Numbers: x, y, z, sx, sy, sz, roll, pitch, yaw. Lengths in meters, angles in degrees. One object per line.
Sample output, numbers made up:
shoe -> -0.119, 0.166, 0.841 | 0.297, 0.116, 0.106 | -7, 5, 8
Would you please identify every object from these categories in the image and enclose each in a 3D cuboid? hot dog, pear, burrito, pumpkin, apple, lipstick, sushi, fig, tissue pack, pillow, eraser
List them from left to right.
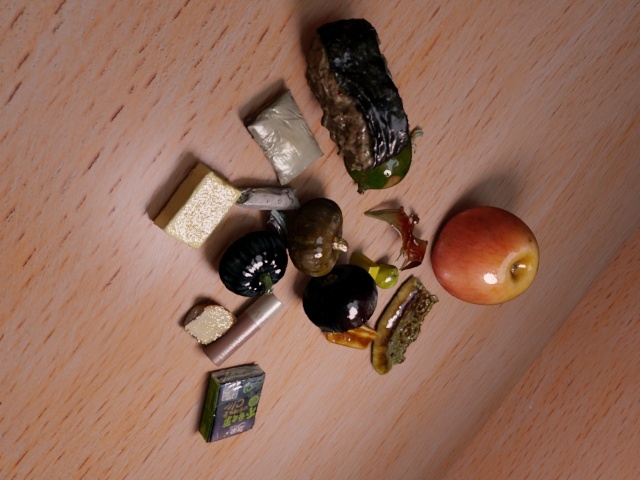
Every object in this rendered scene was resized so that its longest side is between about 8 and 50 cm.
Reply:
tissue pack -> -0.275, 0.505, 1.695 | 0.173, 0.073, 0.235 | -5, 120, -38
lipstick -> -0.222, 0.252, 1.576 | 0.254, 0.070, 0.070 | -42, 136, -10
pumpkin -> -0.177, 0.062, 1.444 | 0.194, 0.150, 0.194 | -20, 116, -50
burrito -> -0.136, -0.111, 1.419 | 0.203, 0.064, 0.064 | -3, 119, -38
pillow -> -0.088, -0.254, 1.375 | 0.148, 0.050, 0.230 | -38, 139, -6
pumpkin -> 0.000, 0.000, 1.499 | 0.219, 0.162, 0.219 | 14, 90, -79
pumpkin -> 0.058, 0.173, 1.646 | 0.233, 0.233, 0.163 | -35, 122, -18
hot dog -> 0.104, 0.321, 1.898 | 0.249, 0.068, 0.100 | 24, 110, -44
sushi -> 0.084, -0.348, 1.307 | 0.171, 0.211, 0.350 | -23, 104, -9
eraser -> 0.130, 0.114, 1.763 | 0.045, 0.097, 0.122 | -2, 120, -40
fig -> 0.148, -0.223, 1.525 | 0.195, 0.195, 0.245 | -24, 165, -27
pear -> 0.221, 0.121, 1.844 | 0.092, 0.092, 0.097 | -1, 146, -40
apple -> 0.598, 0.063, 1.957 | 0.364, 0.364, 0.364 | -21, 129, -29

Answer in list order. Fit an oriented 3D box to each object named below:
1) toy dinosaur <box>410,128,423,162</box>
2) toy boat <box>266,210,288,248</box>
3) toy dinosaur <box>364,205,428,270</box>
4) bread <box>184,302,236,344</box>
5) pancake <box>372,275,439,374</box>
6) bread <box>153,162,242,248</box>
toy dinosaur -> 0.237, -0.288, 1.637 | 0.187, 0.044, 0.106 | -4, 106, -24
toy boat -> -0.112, -0.036, 1.494 | 0.066, 0.059, 0.140 | -61, 148, -35
toy dinosaur -> 0.259, -0.004, 1.811 | 0.327, 0.113, 0.207 | 10, 84, -55
bread -> -0.310, 0.223, 1.506 | 0.126, 0.044, 0.129 | -40, 139, -2
pancake -> 0.319, 0.345, 2.097 | 0.305, 0.067, 0.427 | 17, 104, -47
bread -> -0.293, -0.080, 1.301 | 0.188, 0.068, 0.125 | -53, 137, 1
